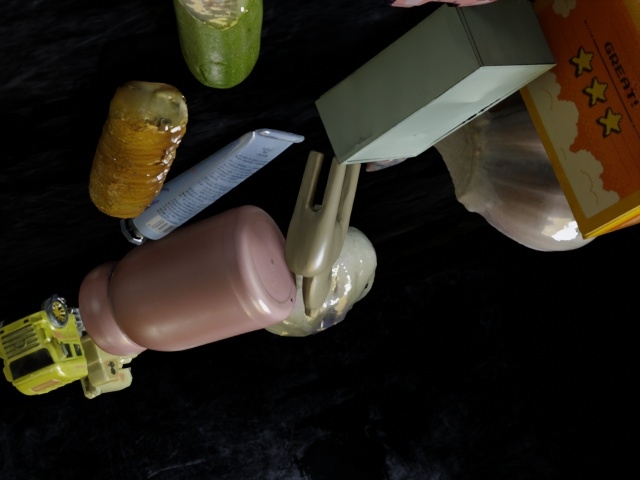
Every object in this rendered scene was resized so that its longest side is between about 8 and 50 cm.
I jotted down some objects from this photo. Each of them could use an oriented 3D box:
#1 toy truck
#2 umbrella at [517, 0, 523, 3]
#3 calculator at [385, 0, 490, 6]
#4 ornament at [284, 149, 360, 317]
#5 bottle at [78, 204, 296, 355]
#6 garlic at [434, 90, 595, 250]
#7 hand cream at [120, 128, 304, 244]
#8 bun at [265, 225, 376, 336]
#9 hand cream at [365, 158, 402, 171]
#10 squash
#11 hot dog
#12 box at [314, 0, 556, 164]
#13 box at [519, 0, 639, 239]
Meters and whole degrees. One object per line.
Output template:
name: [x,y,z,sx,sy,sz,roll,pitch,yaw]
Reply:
toy truck: [-0.398,0.180,1.821,0.124,0.157,0.272,-24,170,20]
umbrella: [0.199,-0.256,1.101,0.031,0.020,0.083,-22,165,2]
calculator: [0.146,-0.256,0.914,0.220,0.048,0.329,-29,168,34]
ornament: [0.000,0.000,1.563,0.061,0.245,0.230,16,-174,9]
bottle: [-0.192,0.068,1.609,0.296,0.173,0.206,-19,-174,21]
garlic: [0.260,-0.107,1.392,0.291,0.210,0.237,3,-167,-29]
hand cream: [-0.136,-0.066,1.338,0.256,0.055,0.088,-29,160,28]
bun: [-0.011,0.082,2.076,0.272,0.168,0.273,-28,174,-3]
hand cream: [0.091,-0.120,1.563,0.067,0.043,0.209,-19,176,3]
squash: [-0.077,-0.171,0.845,0.069,0.069,0.239,-20,171,-7]
hot dog: [-0.185,-0.081,1.120,0.083,0.068,0.289,-10,168,-18]
box: [0.119,-0.170,1.200,0.129,0.086,0.225,-10,165,-43]
box: [0.394,-0.177,1.223,0.283,0.260,0.214,-14,169,-35]
